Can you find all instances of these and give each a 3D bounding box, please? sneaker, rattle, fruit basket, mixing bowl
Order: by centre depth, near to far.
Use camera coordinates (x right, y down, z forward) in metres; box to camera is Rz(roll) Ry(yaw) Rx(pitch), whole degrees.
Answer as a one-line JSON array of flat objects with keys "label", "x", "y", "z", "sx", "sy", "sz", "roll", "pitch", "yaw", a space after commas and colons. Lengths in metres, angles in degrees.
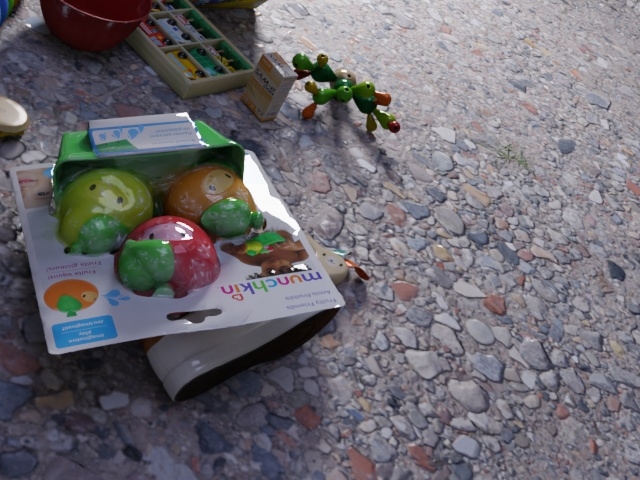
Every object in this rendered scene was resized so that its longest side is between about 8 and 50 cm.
[{"label": "fruit basket", "x": -0.181, "y": -0.017, "z": 1.127, "sx": 0.327, "sy": 0.165, "sz": 0.353, "roll": -7, "pitch": 33, "yaw": -20}, {"label": "sneaker", "x": -0.094, "y": 0.090, "z": 1.189, "sx": 0.290, "sy": 0.106, "sz": 0.123, "roll": -18, "pitch": 62, "yaw": -44}, {"label": "rattle", "x": 0.000, "y": 0.000, "z": 1.338, "sx": 0.200, "sy": 0.142, "sz": 0.130, "roll": 3, "pitch": 27, "yaw": -24}, {"label": "mixing bowl", "x": -0.367, "y": -0.364, "z": 1.510, "sx": 0.181, "sy": 0.098, "sz": 0.181, "roll": 19, "pitch": 40, "yaw": -17}]

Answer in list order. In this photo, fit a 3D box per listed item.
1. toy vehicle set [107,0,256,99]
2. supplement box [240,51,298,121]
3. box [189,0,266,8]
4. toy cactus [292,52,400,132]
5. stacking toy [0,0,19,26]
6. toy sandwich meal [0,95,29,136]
[{"label": "toy vehicle set", "x": -0.250, "y": -0.350, "z": 1.629, "sx": 0.267, "sy": 0.035, "sz": 0.166, "roll": 46, "pitch": 39, "yaw": 17}, {"label": "supplement box", "x": -0.086, "y": -0.255, "z": 1.587, "sx": 0.036, "sy": 0.098, "sz": 0.062, "roll": -17, "pitch": 58, "yaw": -45}, {"label": "box", "x": -0.135, "y": -0.605, "z": 1.709, "sx": 0.177, "sy": 0.279, "sz": 0.289, "roll": -11, "pitch": 84, "yaw": -43}, {"label": "toy cactus", "x": 0.041, "y": -0.264, "z": 1.709, "sx": 0.219, "sy": 0.112, "sz": 0.180, "roll": 22, "pitch": 19, "yaw": -9}, {"label": "stacking toy", "x": -0.498, "y": -0.373, "z": 1.409, "sx": 0.141, "sy": 0.141, "sz": 0.330, "roll": 27, "pitch": 34, "yaw": -7}, {"label": "toy sandwich meal", "x": -0.438, "y": -0.165, "z": 1.298, "sx": 0.086, "sy": 0.029, "sz": 0.085, "roll": 23, "pitch": 34, "yaw": -16}]
